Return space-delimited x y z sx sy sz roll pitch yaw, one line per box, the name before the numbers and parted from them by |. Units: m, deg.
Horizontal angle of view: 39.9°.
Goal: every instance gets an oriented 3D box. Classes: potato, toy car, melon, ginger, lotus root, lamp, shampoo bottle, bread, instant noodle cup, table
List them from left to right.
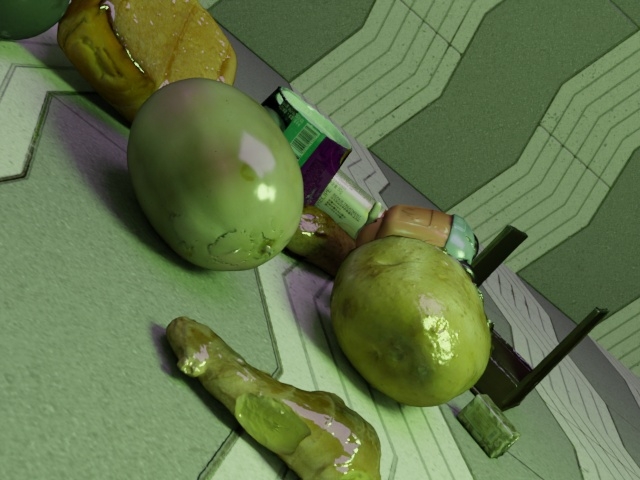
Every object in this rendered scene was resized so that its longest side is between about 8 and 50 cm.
lamp | -0.526 -0.434 1.372 0.314 0.182 0.182 35 10 21
bread | -0.300 -0.333 1.555 0.328 0.148 0.337 49 32 -34
melon | -0.148 -0.093 1.221 0.223 0.223 0.317 25 26 -50
ginger | -0.048 0.176 0.961 0.294 0.086 0.131 38 35 6
instant noodle cup | -0.068 -0.175 1.758 0.251 0.190 0.251 39 14 -12
lotus root | 0.000 0.000 1.612 0.258 0.097 0.110 31 14 -50
shampoo bottle | 0.030 -0.105 1.995 0.278 0.104 0.104 41 13 -2
toy car | 0.144 0.067 1.506 0.212 0.271 0.180 21 23 3
potato | 0.132 0.136 1.320 0.285 0.242 0.242 56 13 -3
table | 0.383 0.157 1.769 0.250 0.282 0.196 48 14 22

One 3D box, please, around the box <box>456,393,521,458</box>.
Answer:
box | 0.283 0.312 1.482 0.045 0.062 0.098 15 31 -53
